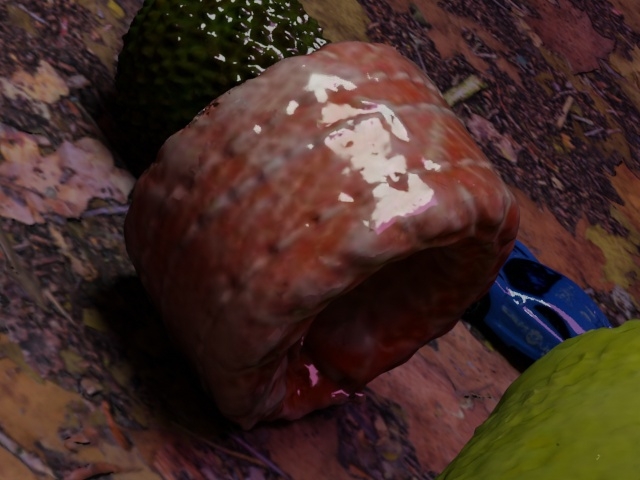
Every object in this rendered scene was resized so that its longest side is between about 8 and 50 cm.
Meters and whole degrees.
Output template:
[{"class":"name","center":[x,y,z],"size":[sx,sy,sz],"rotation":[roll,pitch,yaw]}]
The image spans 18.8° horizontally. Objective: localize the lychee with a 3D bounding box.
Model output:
[{"class":"lychee","center":[-0.061,-0.116,1.377],"size":[0.171,0.171,0.171],"rotation":[31,31,-21]}]

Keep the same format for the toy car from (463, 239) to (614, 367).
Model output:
[{"class":"toy car","center":[0.183,0.064,1.551],"size":[0.216,0.063,0.103],"rotation":[46,30,5]}]

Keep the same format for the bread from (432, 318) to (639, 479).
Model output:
[{"class":"bread","center":[0.189,0.242,1.057],"size":[0.348,0.348,0.308],"rotation":[46,35,5]}]

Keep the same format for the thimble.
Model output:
[{"class":"thimble","center":[0.000,0.000,1.244],"size":[0.239,0.239,0.162],"rotation":[-4,51,-53]}]
